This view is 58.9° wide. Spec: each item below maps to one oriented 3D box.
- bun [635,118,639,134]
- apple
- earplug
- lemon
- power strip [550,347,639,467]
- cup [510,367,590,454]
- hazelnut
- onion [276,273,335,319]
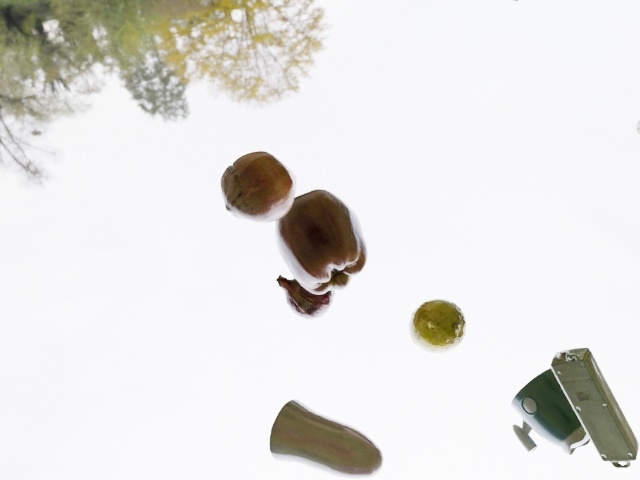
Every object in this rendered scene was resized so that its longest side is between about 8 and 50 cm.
[{"bbox_3d":[0.715,-0.281,1.087,0.108,0.221,0.221,34,-130,17],"label":"bun"},{"bbox_3d":[0.000,0.000,1.797,0.287,0.288,0.317,-17,-117,-9],"label":"apple"},{"bbox_3d":[0.033,0.551,1.520,0.301,0.173,0.172,8,-142,31],"label":"earplug"},{"bbox_3d":[0.361,0.265,1.755,0.173,0.206,0.174,2,-111,-4],"label":"lemon"},{"bbox_3d":[0.549,0.330,1.130,0.078,0.272,0.052,-24,-169,44],"label":"power strip"},{"bbox_3d":[0.601,0.435,1.425,0.167,0.300,0.173,-3,-139,-38],"label":"cup"},{"bbox_3d":[-0.142,-0.117,1.332,0.181,0.182,0.182,-8,-146,5],"label":"hazelnut"},{"bbox_3d":[-0.066,0.190,1.974,0.218,0.140,0.195,23,175,-26],"label":"onion"}]
